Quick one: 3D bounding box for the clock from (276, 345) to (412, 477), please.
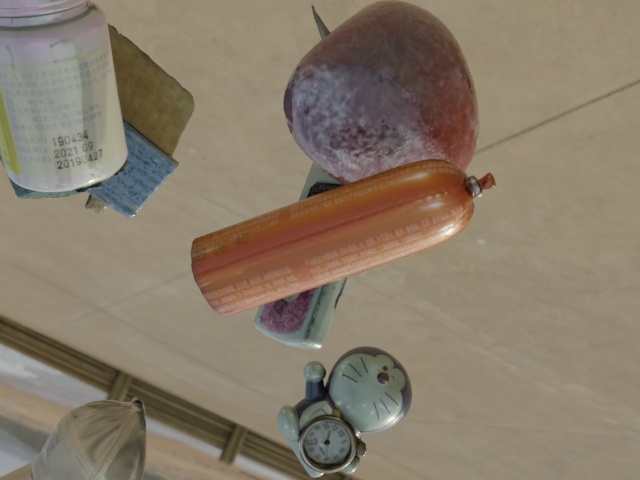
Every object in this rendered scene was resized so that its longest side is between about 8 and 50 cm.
[{"bbox_3d":[0.046,0.292,1.410,0.200,0.243,0.146,55,178,2],"label":"clock"}]

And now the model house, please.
[{"bbox_3d":[-0.547,-0.239,1.760,0.382,0.343,0.334,-11,142,41],"label":"model house"}]

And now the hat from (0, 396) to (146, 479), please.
[{"bbox_3d":[-0.347,0.286,1.023,0.226,0.164,0.219,2,-166,-24],"label":"hat"}]

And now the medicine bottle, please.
[{"bbox_3d":[-0.445,-0.282,1.294,0.213,0.213,0.379,15,125,23],"label":"medicine bottle"}]

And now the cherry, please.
[{"bbox_3d":[0.072,-0.175,0.960,0.285,0.236,0.213,55,171,2],"label":"cherry"}]

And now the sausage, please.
[{"bbox_3d":[0.026,-0.009,0.801,0.312,0.093,0.093,-19,145,13],"label":"sausage"}]

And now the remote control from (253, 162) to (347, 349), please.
[{"bbox_3d":[0.001,0.000,1.251,0.050,0.344,0.145,26,171,-38],"label":"remote control"}]
